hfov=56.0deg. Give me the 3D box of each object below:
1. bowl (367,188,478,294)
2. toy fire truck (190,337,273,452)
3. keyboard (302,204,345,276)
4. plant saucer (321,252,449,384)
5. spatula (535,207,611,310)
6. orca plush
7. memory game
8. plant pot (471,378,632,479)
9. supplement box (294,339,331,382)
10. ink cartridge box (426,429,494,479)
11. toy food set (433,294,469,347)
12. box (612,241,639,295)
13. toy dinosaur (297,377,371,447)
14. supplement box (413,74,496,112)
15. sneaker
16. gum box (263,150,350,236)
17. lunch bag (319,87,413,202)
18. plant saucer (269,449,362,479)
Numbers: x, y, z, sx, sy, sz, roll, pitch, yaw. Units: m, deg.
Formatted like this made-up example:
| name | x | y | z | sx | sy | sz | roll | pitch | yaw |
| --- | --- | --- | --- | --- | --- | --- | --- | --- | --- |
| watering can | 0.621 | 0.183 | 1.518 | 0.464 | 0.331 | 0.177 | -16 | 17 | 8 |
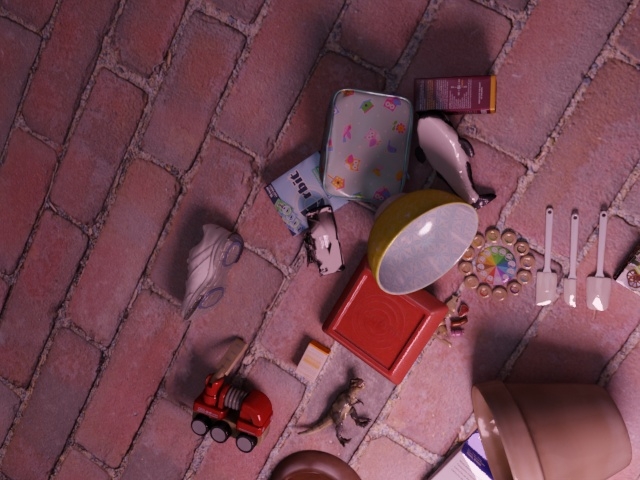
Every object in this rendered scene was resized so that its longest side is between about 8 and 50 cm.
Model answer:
| name | x | y | z | sx | sy | sz | roll | pitch | yaw |
| --- | --- | --- | --- | --- | --- | --- | --- | --- | --- |
| bowl | 0.217 | -0.023 | 1.452 | 0.289 | 0.289 | 0.156 | -50 | 51 | 16 |
| toy fire truck | -0.233 | 0.428 | 1.695 | 0.216 | 0.158 | 0.247 | 15 | 111 | 15 |
| keyboard | 0.000 | 0.000 | 1.597 | 0.100 | 0.038 | 0.192 | -13 | 110 | -3 |
| plant saucer | 0.154 | 0.207 | 1.551 | 0.258 | 0.047 | 0.259 | 34 | 107 | 16 |
| spatula | 0.611 | 0.044 | 1.447 | 0.168 | 0.019 | 0.242 | 4 | 97 | 22 |
| orca plush | 0.335 | -0.210 | 1.453 | 0.287 | 0.102 | 0.151 | 44 | 146 | -14 |
| memory game | 0.437 | 0.062 | 1.502 | 0.186 | 0.012 | 0.186 | 2 | 98 | 16 |
| plant pot | 0.535 | 0.458 | 1.395 | 0.280 | 0.323 | 0.323 | -15 | 92 | 0 |
| supplement box | -0.020 | 0.333 | 1.660 | 0.062 | 0.036 | 0.099 | 30 | 104 | 11 |
| ink cartridge box | 0.417 | 0.646 | 1.563 | 0.223 | 0.045 | 0.224 | 40 | 106 | 9 |
| toy food set | 0.341 | 0.208 | 1.547 | 0.077 | 0.019 | 0.122 | 31 | 97 | 11 |
| box | 0.821 | 0.088 | 1.373 | 0.233 | 0.044 | 0.159 | 33 | 105 | 10 |
| toy dinosaur | 0.061 | 0.486 | 1.646 | 0.118 | 0.064 | 0.268 | 46 | 109 | 14 |
| supplement box | 0.322 | -0.344 | 1.438 | 0.188 | 0.104 | 0.081 | 2 | 96 | 17 |
| sneaker | -0.323 | 0.088 | 1.702 | 0.129 | 0.111 | 0.297 | 33 | 101 | 27 |
| gum box | -0.035 | -0.124 | 1.606 | 0.184 | 0.041 | 0.157 | -32 | 88 | 17 |
| lunch bag | 0.117 | -0.229 | 1.492 | 0.223 | 0.108 | 0.279 | 5 | 102 | -8 |
| plant saucer | -0.013 | 0.752 | 1.707 | 0.310 | 0.050 | 0.311 | 2 | 96 | 17 |
